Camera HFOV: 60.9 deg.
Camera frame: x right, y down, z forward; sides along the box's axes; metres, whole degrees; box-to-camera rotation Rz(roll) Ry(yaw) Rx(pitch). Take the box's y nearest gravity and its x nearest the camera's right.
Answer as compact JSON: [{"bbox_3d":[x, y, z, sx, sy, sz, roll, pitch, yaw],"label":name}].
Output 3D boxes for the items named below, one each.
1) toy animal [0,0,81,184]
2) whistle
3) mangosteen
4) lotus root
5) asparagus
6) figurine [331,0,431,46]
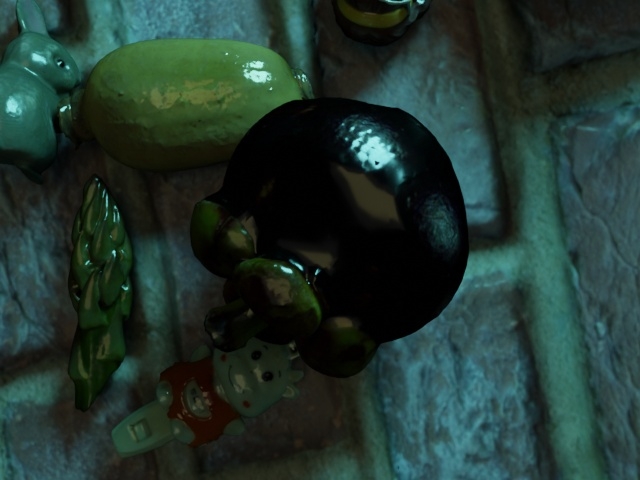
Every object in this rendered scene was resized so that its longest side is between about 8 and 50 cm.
[{"bbox_3d":[-0.347,-0.186,0.651,0.108,0.138,0.236,18,74,-17],"label":"toy animal"},{"bbox_3d":[-0.133,0.182,0.644,0.253,0.106,0.102,-28,48,3],"label":"whistle"},{"bbox_3d":[0.001,-0.003,0.560,0.287,0.233,0.287,-4,112,-11],"label":"mangosteen"},{"bbox_3d":[-0.157,-0.155,0.630,0.303,0.131,0.146,-5,88,3],"label":"lotus root"},{"bbox_3d":[-0.266,0.063,0.662,0.080,0.080,0.287,1,98,3],"label":"asparagus"},{"bbox_3d":[0.080,-0.345,0.631,0.174,0.116,0.240,14,84,0],"label":"figurine"}]
